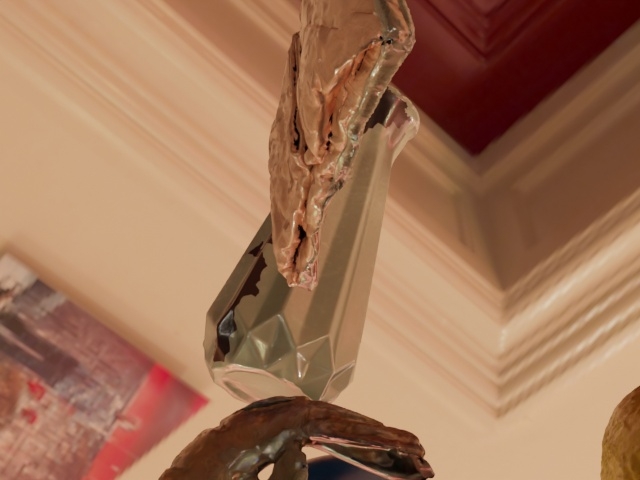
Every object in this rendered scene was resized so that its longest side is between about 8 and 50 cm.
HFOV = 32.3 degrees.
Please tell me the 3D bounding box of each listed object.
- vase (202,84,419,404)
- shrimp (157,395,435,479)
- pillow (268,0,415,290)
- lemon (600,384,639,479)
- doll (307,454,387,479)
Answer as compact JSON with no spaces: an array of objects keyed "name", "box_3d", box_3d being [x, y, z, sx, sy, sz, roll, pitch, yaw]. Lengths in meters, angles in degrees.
[{"name":"vase","box_3d":[0.000,0.000,1.163,0.165,0.165,0.360,-20,-138,51]},{"name":"shrimp","box_3d":[0.015,0.133,0.542,0.224,0.047,0.126,-4,-121,16]},{"name":"pillow","box_3d":[0.002,-0.078,0.603,0.232,0.043,0.126,109,-17,-55]},{"name":"lemon","box_3d":[0.477,0.289,1.354,0.268,0.268,0.322,-46,178,12]},{"name":"doll","box_3d":[0.019,0.334,1.090,0.310,0.284,0.240,118,-18,-74]}]
